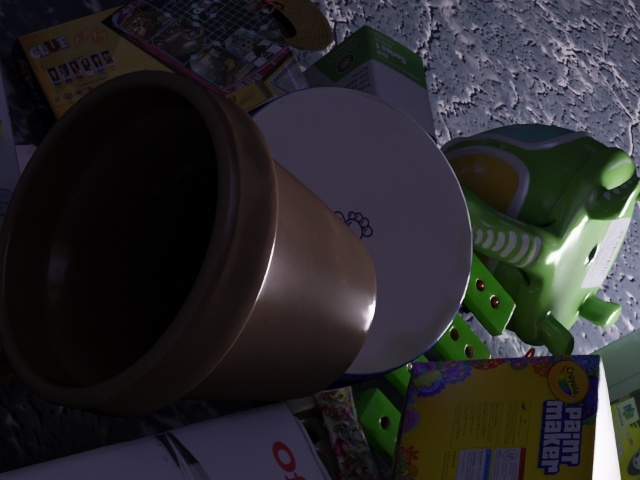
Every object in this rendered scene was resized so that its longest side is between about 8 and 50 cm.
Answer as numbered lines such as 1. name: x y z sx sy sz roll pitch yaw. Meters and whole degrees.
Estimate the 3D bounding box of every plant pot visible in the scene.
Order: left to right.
1. plant pot: -0.086 0.028 1.510 0.229 0.263 0.263 24 43 -43

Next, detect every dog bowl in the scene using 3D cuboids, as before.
1. dog bowl: 0.000 0.000 1.744 0.265 0.104 0.265 7 75 -28

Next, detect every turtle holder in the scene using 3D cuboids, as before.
1. turtle holder: 0.211 -0.004 2.137 0.227 0.243 0.320 27 41 21

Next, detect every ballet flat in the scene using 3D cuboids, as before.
1. ballet flat: 0.000 0.183 1.798 0.077 0.091 0.241 -8 60 -28

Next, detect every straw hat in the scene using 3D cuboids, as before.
1. straw hat: -0.063 -0.230 2.114 0.144 0.061 0.144 26 31 -17

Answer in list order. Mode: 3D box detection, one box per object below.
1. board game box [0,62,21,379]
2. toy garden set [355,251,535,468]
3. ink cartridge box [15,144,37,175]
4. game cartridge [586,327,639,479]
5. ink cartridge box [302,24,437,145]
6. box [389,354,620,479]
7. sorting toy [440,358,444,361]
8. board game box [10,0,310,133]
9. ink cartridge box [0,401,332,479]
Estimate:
1. board game box: -0.339 -0.057 1.520 0.242 0.064 0.316 11 60 -50
2. toy garden set: 0.130 0.153 1.957 0.204 0.049 0.244 49 52 -25
3. ink cartridge box: -0.225 -0.010 1.672 0.115 0.067 0.198 -6 65 -56
4. game cartridge: 0.346 0.238 2.108 0.060 0.196 0.294 26 42 -41
5. ink cartridge box: 0.035 -0.084 2.015 0.092 0.160 0.219 28 40 -36
6. box: 0.169 0.299 1.716 0.290 0.177 0.279 -76 158 -51
7. sorting toy: 0.148 0.149 2.073 0.083 0.045 0.075 42 26 -21
8. board game box: -0.142 -0.146 1.818 0.243 0.042 0.165 -20 75 -24
9. ink cartridge box: -0.125 0.301 1.420 0.395 0.166 0.285 -8 68 -55
